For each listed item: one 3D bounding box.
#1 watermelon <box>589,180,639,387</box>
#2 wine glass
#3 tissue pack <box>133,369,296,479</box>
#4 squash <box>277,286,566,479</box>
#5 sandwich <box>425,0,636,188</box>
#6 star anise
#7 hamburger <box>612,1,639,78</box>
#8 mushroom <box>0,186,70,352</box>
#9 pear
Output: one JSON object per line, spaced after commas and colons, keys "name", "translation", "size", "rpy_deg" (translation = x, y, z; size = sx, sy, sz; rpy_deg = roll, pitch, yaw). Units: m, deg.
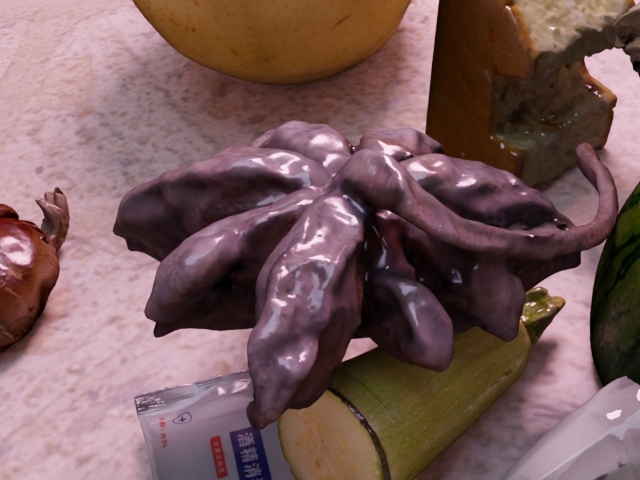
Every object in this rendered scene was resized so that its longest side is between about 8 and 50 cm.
{"name": "watermelon", "translation": [0.332, -0.003, 0.691], "size": [0.330, 0.189, 0.331], "rpy_deg": [-4, 42, 3]}
{"name": "wine glass", "translation": [0.137, 0.151, 0.664], "size": [0.155, 0.073, 0.073], "rpy_deg": [-29, 46, -9]}
{"name": "tissue pack", "translation": [-0.051, 0.163, 0.724], "size": [0.122, 0.026, 0.193], "rpy_deg": [-16, 46, -3]}
{"name": "squash", "translation": [0.083, 0.086, 0.721], "size": [0.224, 0.094, 0.094], "rpy_deg": [-28, 44, -33]}
{"name": "sandwich", "translation": [0.159, -0.166, 0.855], "size": [0.122, 0.236, 0.128], "rpy_deg": [-23, 42, -26]}
{"name": "star anise", "translation": [0.028, -0.017, 0.697], "size": [0.315, 0.139, 0.359], "rpy_deg": [14, 31, 9]}
{"name": "hamburger", "translation": [0.278, -0.140, 0.776], "size": [0.139, 0.063, 0.133], "rpy_deg": [-2, 3, 8]}
{"name": "mushroom", "translation": [-0.266, 0.020, 0.886], "size": [0.135, 0.080, 0.171], "rpy_deg": [28, 61, 23]}
{"name": "pear", "translation": [-0.040, -0.283, 0.986], "size": [0.309, 0.309, 0.309], "rpy_deg": [-7, 45, 7]}
